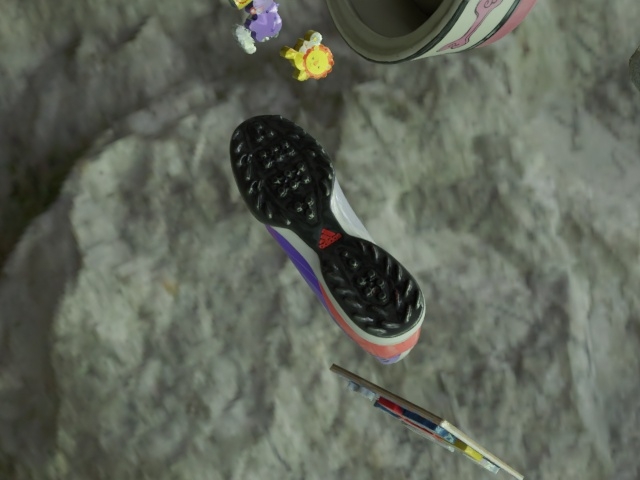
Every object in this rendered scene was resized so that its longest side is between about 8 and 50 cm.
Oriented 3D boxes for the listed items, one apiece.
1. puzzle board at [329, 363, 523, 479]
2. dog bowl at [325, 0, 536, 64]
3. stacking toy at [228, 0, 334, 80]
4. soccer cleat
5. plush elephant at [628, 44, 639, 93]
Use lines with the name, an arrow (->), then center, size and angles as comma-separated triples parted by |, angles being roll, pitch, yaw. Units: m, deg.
puzzle board -> 0.072, 0.129, 1.080 | 0.128, 0.096, 0.011 | 22, -103, 52
dog bowl -> 0.162, -0.427, 2.011 | 0.150, 0.408, 0.408 | 2, -142, -31
stacking toy -> -0.081, -0.282, 1.685 | 0.052, 0.221, 0.167 | -38, -150, -10
soccer cleat -> 0.000, 0.000, 1.674 | 0.108, 0.116, 0.318 | -31, -114, -16
plush elephant -> 0.460, -0.162, 1.371 | 0.330, 0.272, 0.255 | -41, -176, 18
